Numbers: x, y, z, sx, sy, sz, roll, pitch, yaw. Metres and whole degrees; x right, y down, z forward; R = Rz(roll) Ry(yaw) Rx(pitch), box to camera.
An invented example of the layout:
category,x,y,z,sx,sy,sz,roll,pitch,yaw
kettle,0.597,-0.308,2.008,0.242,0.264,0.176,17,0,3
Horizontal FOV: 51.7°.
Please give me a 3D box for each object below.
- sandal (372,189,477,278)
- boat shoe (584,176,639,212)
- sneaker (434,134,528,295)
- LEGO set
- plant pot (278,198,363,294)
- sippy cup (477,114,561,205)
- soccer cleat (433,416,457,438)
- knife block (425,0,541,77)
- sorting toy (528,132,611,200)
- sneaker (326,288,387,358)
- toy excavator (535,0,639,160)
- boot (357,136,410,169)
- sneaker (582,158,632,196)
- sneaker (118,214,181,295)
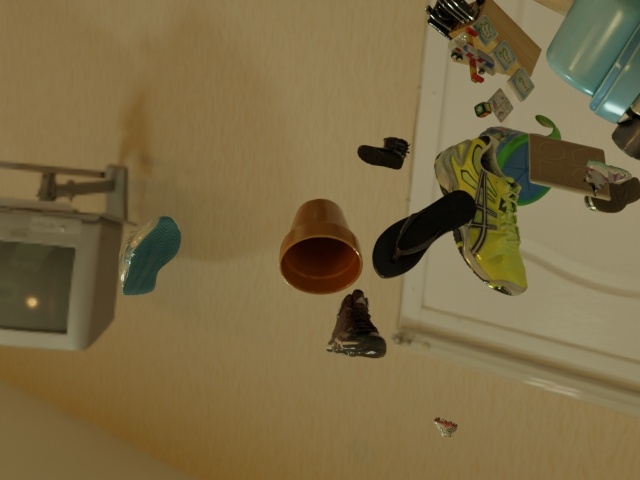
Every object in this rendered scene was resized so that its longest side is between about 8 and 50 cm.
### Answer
category,x,y,z,sx,sy,sz,roll,pitch,yaw
sandal,0.207,-0.021,1.360,0.097,0.254,0.054,51,177,11
boat shoe,0.731,-0.109,1.674,0.223,0.080,0.073,-17,179,-35
sneaker,0.380,-0.063,1.480,0.145,0.385,0.147,-1,155,-45
LEGO set,0.328,-0.325,1.239,0.060,0.182,0.244,-27,-167,46
plant pot,0.000,0.000,1.667,0.205,0.205,0.188,3,-137,-4
sippy cup,0.606,-0.258,2.120,0.305,0.240,0.224,-17,-150,-13
soccer cleat,0.259,0.392,1.378,0.029,0.036,0.083,15,169,42
knife block,0.391,-0.516,1.574,0.275,0.088,0.242,21,165,18
sorting toy,0.603,-0.178,1.617,0.193,0.038,0.208,13,-135,2
sneaker,0.088,0.193,1.582,0.106,0.163,0.281,16,167,-16
toy excavator,0.465,-0.373,1.108,0.445,0.222,0.433,33,-142,11
boot,0.154,-0.218,1.582,0.121,0.045,0.099,17,-140,4
sneaker,0.568,-0.118,1.320,0.098,0.069,0.038,15,-167,-9
sneaker,-0.328,0.014,1.228,0.087,0.092,0.229,2,147,-35
